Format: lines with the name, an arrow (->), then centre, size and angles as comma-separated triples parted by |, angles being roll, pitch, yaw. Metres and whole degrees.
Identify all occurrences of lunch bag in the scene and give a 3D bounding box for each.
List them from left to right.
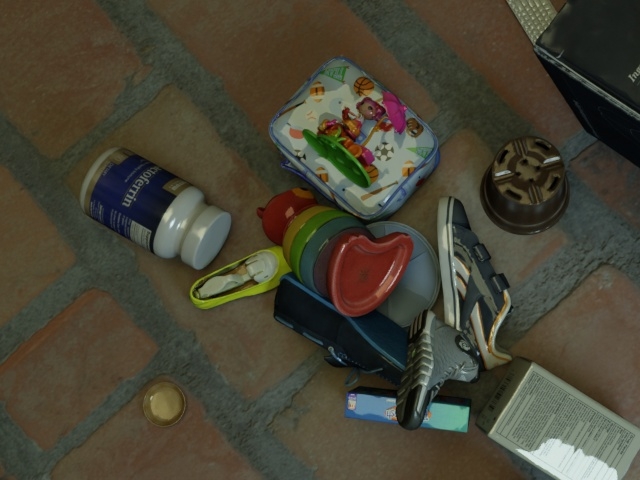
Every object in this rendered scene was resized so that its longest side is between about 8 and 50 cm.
lunch bag -> 0.057, -0.185, 1.879 | 0.303, 0.115, 0.243 | 42, 91, 13

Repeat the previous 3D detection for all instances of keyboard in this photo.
keyboard -> 0.418, -0.438, 1.917 | 0.072, 0.014, 0.256 | -28, 76, 3

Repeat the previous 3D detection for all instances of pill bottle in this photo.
pill bottle -> -0.314, -0.059, 1.894 | 0.264, 0.153, 0.153 | 28, 85, 13

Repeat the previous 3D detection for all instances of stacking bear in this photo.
stacking bear -> 0.000, 0.000, 1.796 | 0.289, 0.175, 0.164 | 38, 119, 43

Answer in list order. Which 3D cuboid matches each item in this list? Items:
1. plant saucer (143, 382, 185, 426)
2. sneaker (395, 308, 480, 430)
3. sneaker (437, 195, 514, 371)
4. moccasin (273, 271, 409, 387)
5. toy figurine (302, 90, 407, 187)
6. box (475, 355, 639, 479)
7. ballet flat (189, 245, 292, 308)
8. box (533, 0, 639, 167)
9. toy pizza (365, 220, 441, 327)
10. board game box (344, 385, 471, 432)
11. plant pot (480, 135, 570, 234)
plant saucer -> -0.296, 0.313, 1.888 | 0.083, 0.015, 0.083 | -2, 79, 10
sneaker -> 0.207, 0.229, 1.653 | 0.132, 0.086, 0.229 | 25, 51, -13
sneaker -> 0.280, 0.076, 1.784 | 0.127, 0.126, 0.321 | -5, 90, 13
moccasin -> 0.057, 0.180, 1.809 | 0.342, 0.137, 0.117 | 36, 113, 32
toy figurine -> 0.078, -0.204, 1.782 | 0.159, 0.130, 0.173 | -46, 53, -11
box -> 0.405, 0.321, 1.686 | 0.232, 0.127, 0.149 | 33, 88, -1
ballet flat -> -0.146, 0.069, 1.879 | 0.231, 0.077, 0.077 | -23, 76, 4
box -> 0.642, -0.218, 1.543 | 0.471, 0.480, 0.297 | 39, 98, 24
toy pizza -> 0.128, 0.064, 1.842 | 0.201, 0.032, 0.201 | 2, 96, 21
board game box -> 0.158, 0.294, 1.741 | 0.210, 0.160, 0.047 | 5, 86, 11
plant pot -> 0.371, -0.105, 1.782 | 0.166, 0.165, 0.167 | -2, 80, 9
